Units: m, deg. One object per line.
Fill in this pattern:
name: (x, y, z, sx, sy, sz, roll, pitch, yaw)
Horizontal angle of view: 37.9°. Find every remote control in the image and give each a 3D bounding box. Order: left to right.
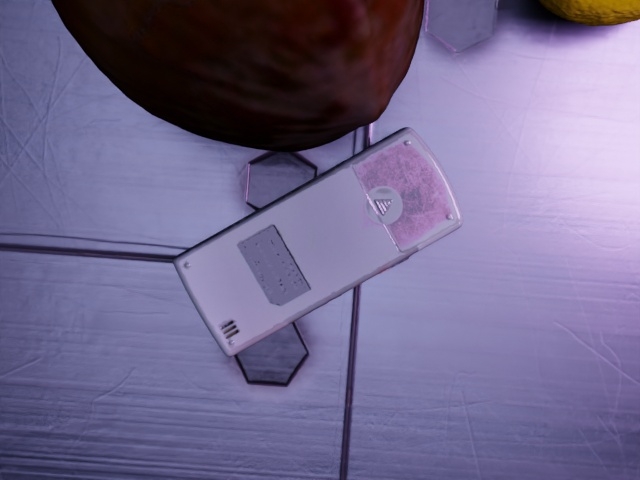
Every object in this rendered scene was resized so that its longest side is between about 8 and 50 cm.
remote control: (0.000, 0.000, 1.137, 0.344, 0.050, 0.145, -29, 91, 0)

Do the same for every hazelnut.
hazelnut: (-0.087, -0.279, 0.940, 0.402, 0.429, 0.402, 1, 74, -3)

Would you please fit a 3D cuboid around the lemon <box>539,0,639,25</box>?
lemon: (0.330, -0.334, 1.065, 0.193, 0.180, 0.181, 16, 92, -17)
